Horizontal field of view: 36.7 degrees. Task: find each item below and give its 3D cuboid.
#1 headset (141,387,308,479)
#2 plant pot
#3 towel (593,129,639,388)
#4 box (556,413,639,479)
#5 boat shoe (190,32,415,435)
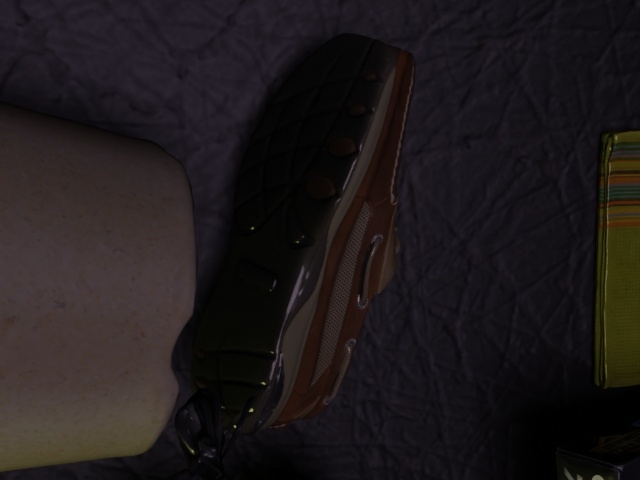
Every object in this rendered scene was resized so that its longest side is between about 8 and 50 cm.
[{"bbox_3d":[-0.069,0.280,0.733,0.243,0.185,0.394,-10,124,-12],"label":"headset"},{"bbox_3d":[-0.255,0.025,0.630,0.305,0.334,0.334,5,100,-24],"label":"plant pot"},{"bbox_3d":[0.301,0.017,0.878,0.102,0.021,0.237,-3,102,-11],"label":"towel"},{"bbox_3d":[0.333,0.288,0.846,0.295,0.073,0.293,-10,98,-36],"label":"box"},{"bbox_3d":[0.000,0.000,0.773,0.120,0.122,0.324,13,102,-45],"label":"boat shoe"}]
